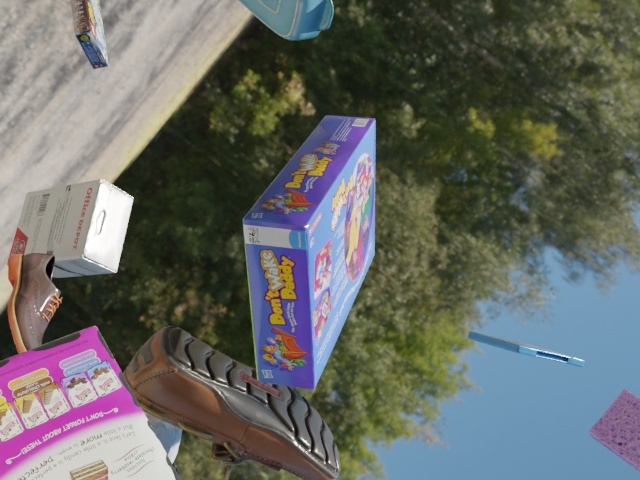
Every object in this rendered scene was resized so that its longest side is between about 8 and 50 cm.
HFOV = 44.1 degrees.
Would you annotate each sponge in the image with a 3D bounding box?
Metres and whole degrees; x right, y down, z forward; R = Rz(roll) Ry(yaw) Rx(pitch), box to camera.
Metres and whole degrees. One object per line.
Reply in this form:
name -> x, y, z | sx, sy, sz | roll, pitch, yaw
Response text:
sponge -> 0.626, 0.382, 1.503 | 0.117, 0.031, 0.210 | -46, -143, -6

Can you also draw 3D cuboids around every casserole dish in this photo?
casserole dish -> -0.064, -0.293, 0.865 | 0.037, 0.188, 0.114 | -41, 166, -28

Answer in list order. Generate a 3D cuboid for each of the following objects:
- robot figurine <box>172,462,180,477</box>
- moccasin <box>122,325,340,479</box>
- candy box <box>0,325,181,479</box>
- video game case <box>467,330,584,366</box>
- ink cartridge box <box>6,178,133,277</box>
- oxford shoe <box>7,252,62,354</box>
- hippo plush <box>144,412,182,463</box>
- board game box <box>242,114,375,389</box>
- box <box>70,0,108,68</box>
robot figurine -> -0.353, 0.599, 1.727 | 0.085, 0.291, 0.211 | -19, -177, 35
moccasin -> -0.127, 0.277, 1.193 | 0.147, 0.380, 0.139 | -45, -148, 20
candy box -> -0.223, 0.212, 0.700 | 0.159, 0.233, 0.071 | -21, 162, -42
video game case -> 0.352, 0.187, 1.357 | 0.119, 0.166, 0.015 | 11, -94, 58
ink cartridge box -> -0.594, -0.022, 1.880 | 0.273, 0.114, 0.197 | -6, -114, 34
oxford shoe -> -0.587, 0.136, 1.636 | 0.097, 0.098, 0.271 | 99, -21, -58
hippo plush -> -0.264, 0.424, 1.256 | 0.294, 0.236, 0.234 | -42, 164, -38
board game box -> 0.000, 0.000, 1.074 | 0.347, 0.078, 0.233 | -59, 152, -57
box -> -0.363, -0.351, 1.233 | 0.027, 0.137, 0.094 | -12, 159, -3
